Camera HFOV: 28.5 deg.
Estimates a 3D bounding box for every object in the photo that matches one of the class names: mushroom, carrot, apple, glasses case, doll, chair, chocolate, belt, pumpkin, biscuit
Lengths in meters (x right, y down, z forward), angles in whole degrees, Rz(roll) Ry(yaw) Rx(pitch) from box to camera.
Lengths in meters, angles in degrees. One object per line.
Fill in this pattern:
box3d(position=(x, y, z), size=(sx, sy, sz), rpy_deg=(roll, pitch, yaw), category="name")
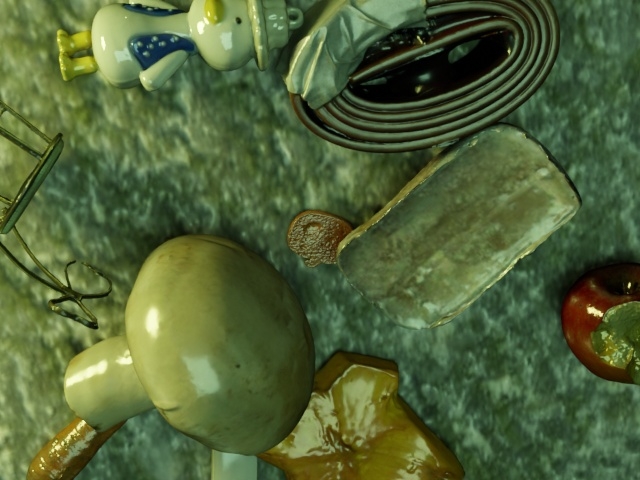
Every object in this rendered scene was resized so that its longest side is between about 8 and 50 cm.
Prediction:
box3d(position=(-0.163, 0.151, 1.566), size=(0.290, 0.292, 0.292), rpy_deg=(-30, 112, 21), category="mushroom")
box3d(position=(-0.321, 0.267, 1.684), size=(0.060, 0.060, 0.186), rpy_deg=(41, 97, -19), category="carrot")
box3d(position=(0.407, 0.115, 1.700), size=(0.156, 0.147, 0.158), rpy_deg=(-33, 126, -31), category="apple")
box3d(position=(-0.120, 0.335, 1.745), size=(0.063, 0.041, 0.164), rpy_deg=(-2, 108, -12), category="glasses case")
box3d(position=(-0.164, -0.244, 1.499), size=(0.293, 0.138, 0.119), rpy_deg=(-9, 150, -3), category="doll")
box3d(position=(-0.357, -0.058, 1.517), size=(0.326, 0.160, 0.170), rpy_deg=(34, 102, -14), category="chair")
box3d(position=(0.172, -0.025, 1.634), size=(0.303, 0.100, 0.185), rpy_deg=(-41, 115, 12), category="chocolate")
box3d(position=(0.117, -0.228, 1.545), size=(0.339, 0.122, 0.217), rpy_deg=(-17, 112, -3), category="belt")
box3d(position=(0.024, 0.278, 1.717), size=(0.258, 0.095, 0.290), rpy_deg=(-34, 112, -6), category="pumpkin")
box3d(position=(0.000, 0.000, 1.662), size=(0.091, 0.015, 0.078), rpy_deg=(20, 106, -14), category="biscuit")
